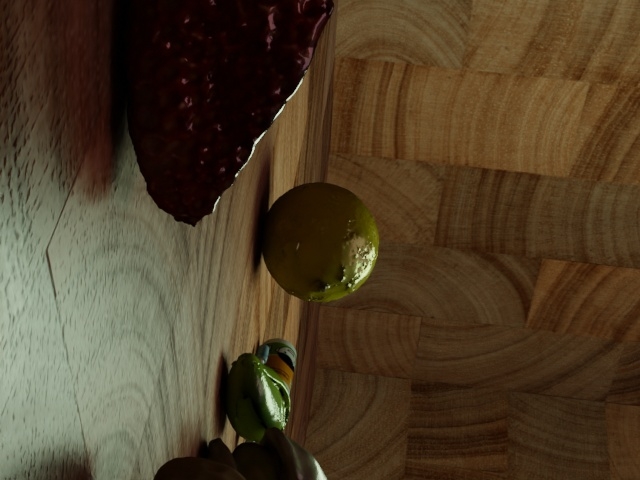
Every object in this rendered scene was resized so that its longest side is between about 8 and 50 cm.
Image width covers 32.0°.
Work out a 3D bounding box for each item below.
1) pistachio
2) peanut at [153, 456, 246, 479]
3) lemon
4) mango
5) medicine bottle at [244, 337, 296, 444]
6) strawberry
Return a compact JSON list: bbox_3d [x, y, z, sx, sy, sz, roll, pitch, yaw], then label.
[{"bbox_3d":[-0.066,0.348,1.311,0.197,0.166,0.288,-132,-140,-62],"label":"pistachio"},{"bbox_3d":[-0.099,0.279,0.736,0.120,0.136,0.298,-39,-147,43],"label":"peanut"},{"bbox_3d":[0.000,0.000,1.632,0.206,0.173,0.173,-76,172,-70],"label":"lemon"},{"bbox_3d":[-0.086,0.197,1.414,0.165,0.074,0.091,73,26,-49],"label":"mango"},{"bbox_3d":[-0.084,0.225,1.689,0.221,0.061,0.092,-79,150,-56],"label":"medicine bottle"},{"bbox_3d":[-0.076,-0.142,0.713,0.175,0.106,0.236,-18,-122,52],"label":"strawberry"}]
